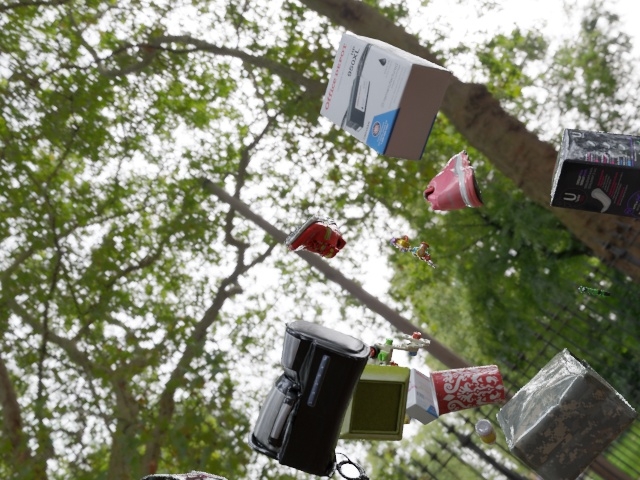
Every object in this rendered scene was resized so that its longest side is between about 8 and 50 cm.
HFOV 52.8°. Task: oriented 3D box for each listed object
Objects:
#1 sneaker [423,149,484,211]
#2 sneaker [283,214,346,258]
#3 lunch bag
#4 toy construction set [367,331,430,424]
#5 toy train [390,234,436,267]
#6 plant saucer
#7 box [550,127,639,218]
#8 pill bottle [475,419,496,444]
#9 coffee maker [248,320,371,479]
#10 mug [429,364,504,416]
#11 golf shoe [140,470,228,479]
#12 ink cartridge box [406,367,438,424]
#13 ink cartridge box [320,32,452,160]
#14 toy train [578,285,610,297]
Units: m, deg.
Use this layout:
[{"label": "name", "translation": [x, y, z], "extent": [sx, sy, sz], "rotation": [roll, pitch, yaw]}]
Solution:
[{"label": "sneaker", "translation": [0.325, -0.147, 1.637], "extent": [0.314, 0.136, 0.115], "rotation": [-60, -48, -72]}, {"label": "sneaker", "translation": [0.000, 0.000, 1.817], "extent": [0.107, 0.118, 0.279], "rotation": [-41, -12, 25]}, {"label": "lunch bag", "translation": [0.523, 0.374, 1.421], "extent": [0.235, 0.169, 0.287], "rotation": [-50, -2, 9]}, {"label": "toy construction set", "translation": [0.267, 0.476, 2.321], "extent": [0.151, 0.215, 0.327], "rotation": [25, -98, -60]}, {"label": "toy train", "translation": [0.274, 0.019, 1.919], "extent": [0.046, 0.166, 0.125], "rotation": [-61, -32, -2]}, {"label": "plant saucer", "translation": [0.130, 0.397, 1.559], "extent": [0.188, 0.045, 0.188], "rotation": [7, -90, -16]}, {"label": "box", "translation": [0.747, -0.171, 1.656], "extent": [0.165, 0.270, 0.143], "rotation": [85, -161, -47]}, {"label": "pill bottle", "translation": [0.440, 0.510, 1.707], "extent": [0.043, 0.043, 0.083], "rotation": [-46, -46, -14]}, {"label": "coffee maker", "translation": [0.007, 0.217, 0.890], "extent": [0.171, 0.120, 0.178], "rotation": [18, -82, -14]}, {"label": "mug", "translation": [0.368, 0.364, 1.644], "extent": [0.169, 0.150, 0.113], "rotation": [-10, -66, 4]}, {"label": "golf shoe", "translation": [-0.378, 0.702, 1.811], "extent": [0.273, 0.120, 0.105], "rotation": [14, -88, -15]}, {"label": "ink cartridge box", "translation": [0.264, 0.416, 1.725], "extent": [0.088, 0.122, 0.052], "rotation": [35, -56, -21]}, {"label": "ink cartridge box", "translation": [0.189, -0.459, 2.036], "extent": [0.166, 0.395, 0.285], "rotation": [2, -64, -33]}, {"label": "toy train", "translation": [0.715, 0.134, 1.680], "extent": [0.024, 0.083, 0.017], "rotation": [155, 127, -81]}]
